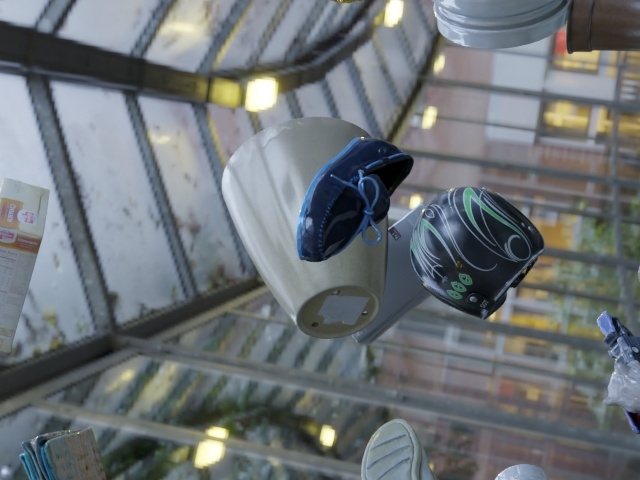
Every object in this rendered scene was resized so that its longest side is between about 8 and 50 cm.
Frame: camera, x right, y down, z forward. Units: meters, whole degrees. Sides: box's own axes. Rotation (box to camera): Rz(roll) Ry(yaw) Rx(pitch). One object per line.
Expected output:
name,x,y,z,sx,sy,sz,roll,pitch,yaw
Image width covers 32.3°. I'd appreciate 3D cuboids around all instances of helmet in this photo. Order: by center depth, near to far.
helmet,0.199,0.009,1.483,0.169,0.161,0.169,-45,-14,-14

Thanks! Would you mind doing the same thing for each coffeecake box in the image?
coffeecake box,-0.424,0.032,1.492,0.142,0.068,0.185,-107,36,-61

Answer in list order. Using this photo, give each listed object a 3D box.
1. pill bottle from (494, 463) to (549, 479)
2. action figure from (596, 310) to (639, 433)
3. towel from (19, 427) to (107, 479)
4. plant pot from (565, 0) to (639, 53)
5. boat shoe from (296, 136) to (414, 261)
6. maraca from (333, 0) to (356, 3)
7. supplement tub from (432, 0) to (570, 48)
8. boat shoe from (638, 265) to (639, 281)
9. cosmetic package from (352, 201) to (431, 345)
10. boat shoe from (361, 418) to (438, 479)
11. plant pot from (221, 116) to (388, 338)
pill bottle,0.324,0.446,1.659,0.221,0.124,0.124,-94,6,-58
action figure,0.565,0.194,1.675,0.341,0.330,0.178,-115,31,-41
towel,-0.300,0.375,1.414,0.370,0.040,0.271,116,138,-82
plant pot,0.549,-0.416,2.028,0.167,0.165,0.167,11,-90,-69
boat shoe,0.048,-0.062,1.388,0.258,0.089,0.109,-58,-27,-45
maraca,0.030,-0.426,1.723,0.186,0.099,0.127,-5,-34,-42
supplement tub,0.256,-0.474,1.608,0.241,0.241,0.331,-67,-27,-49
boat shoe,0.638,0.010,1.965,0.190,0.068,0.072,-36,-12,-3
cosmetic package,0.125,0.059,1.884,0.238,0.127,0.107,-40,-15,3
boat shoe,0.146,0.417,1.776,0.103,0.113,0.302,51,-165,-29
plant pot,0.000,0.000,1.648,0.256,0.256,0.274,86,171,-49
